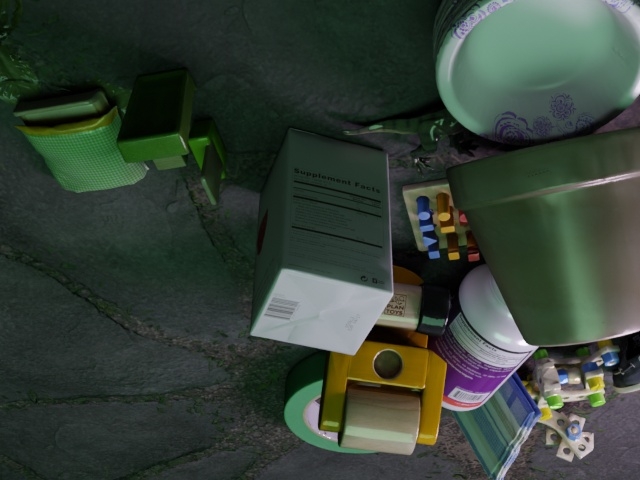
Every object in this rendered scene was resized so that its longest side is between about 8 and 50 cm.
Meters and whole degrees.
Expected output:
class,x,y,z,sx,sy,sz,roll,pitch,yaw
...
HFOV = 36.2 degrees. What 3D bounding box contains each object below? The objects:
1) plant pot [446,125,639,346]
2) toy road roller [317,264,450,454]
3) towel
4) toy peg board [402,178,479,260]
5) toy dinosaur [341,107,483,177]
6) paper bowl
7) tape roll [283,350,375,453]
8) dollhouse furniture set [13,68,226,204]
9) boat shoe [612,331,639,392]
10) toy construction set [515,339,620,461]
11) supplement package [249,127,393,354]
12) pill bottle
class,x,y,z,sx,sy,sz,roll,pitch,yaw
plant pot,0.366,-0.001,1.421,0.323,0.280,0.323,-11,179,0
toy road roller,0.109,0.208,1.774,0.202,0.329,0.240,8,175,-4
towel,0.354,0.348,2.005,0.034,0.209,0.285,-13,142,-21
toy peg board,0.233,-0.024,1.661,0.160,0.079,0.161,-9,138,12
toy dinosaur,0.179,-0.162,1.520,0.268,0.064,0.118,-7,143,24
paper bowl,0.293,-0.274,1.317,0.284,0.148,0.284,1,139,1
tape roll,0.082,0.346,2.098,0.321,0.077,0.321,1,140,1
dollhouse furniture set,-0.318,-0.123,1.511,0.301,0.151,0.197,-8,138,11
boat shoe,0.639,0.222,1.882,0.127,0.113,0.340,-21,171,-5
toy construction set,0.490,0.327,2.019,0.215,0.151,0.328,-11,137,-4
supplement package,0.000,0.000,1.533,0.175,0.293,0.177,13,138,-13
pill bottle,0.303,0.165,1.800,0.181,0.181,0.323,15,137,-15
